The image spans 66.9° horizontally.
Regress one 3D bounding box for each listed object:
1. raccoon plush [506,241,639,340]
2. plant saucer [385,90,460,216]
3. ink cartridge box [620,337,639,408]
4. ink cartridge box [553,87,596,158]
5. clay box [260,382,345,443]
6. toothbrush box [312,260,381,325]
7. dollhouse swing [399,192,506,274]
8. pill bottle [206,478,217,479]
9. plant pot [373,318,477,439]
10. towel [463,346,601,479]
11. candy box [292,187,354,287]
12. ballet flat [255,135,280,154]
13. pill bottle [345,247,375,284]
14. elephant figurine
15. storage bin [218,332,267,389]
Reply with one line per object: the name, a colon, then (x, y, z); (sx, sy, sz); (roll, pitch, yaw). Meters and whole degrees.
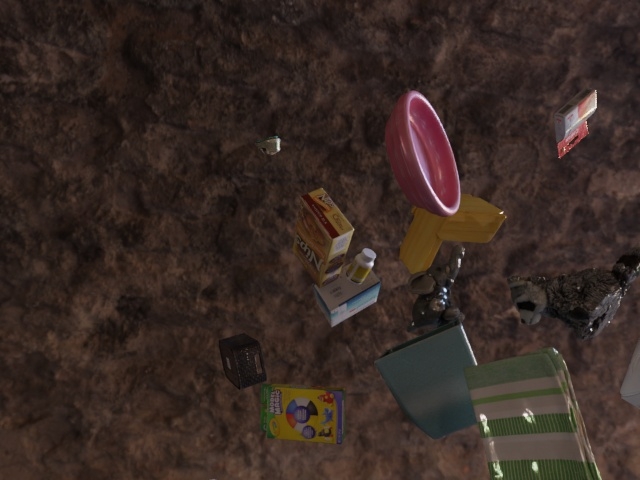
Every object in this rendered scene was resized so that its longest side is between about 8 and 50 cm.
raccoon plush: (0.865, 0.137, 1.654); (0.447, 0.299, 0.216); (-38, -46, -13)
plant saucer: (0.261, -0.215, 1.248); (0.084, 0.331, 0.332); (-16, -38, 31)
ink cartridge box: (0.961, 0.384, 1.237); (0.283, 0.207, 0.117); (30, -22, 13)
ink cartridge box: (0.799, -0.359, 1.511); (0.145, 0.045, 0.179); (-40, -52, -9)
clay box: (-0.050, 0.428, 1.205); (0.222, 0.127, 0.053); (-1, -6, 12)
toothbrush box: (0.099, 0.201, 1.839); (0.217, 0.126, 0.295); (-29, -18, -9)
dollhouse swing: (0.530, -0.018, 2.008); (0.316, 0.347, 0.304); (4, -72, -9)
pill bottle: (-0.320, 0.732, 1.296); (0.108, 0.180, 0.107); (2, -80, 10)
plant pot: (0.325, 0.383, 1.324); (0.247, 0.252, 0.248); (-27, -12, 11)
towel: (0.418, 0.398, 0.971); (0.038, 0.324, 0.248); (6, -26, -33)
candy box: (0.000, 0.000, 1.581); (0.088, 0.182, 0.316); (-25, -26, -23)
ballet flat: (-0.164, -0.289, 1.493); (0.057, 0.168, 0.052); (-14, -78, -16)
pill bottle: (0.135, 0.084, 1.592); (0.065, 0.065, 0.116); (12, -53, -24)
elephant figurine: (0.367, 0.154, 1.545); (0.186, 0.239, 0.169); (-1, -30, -2)
storage bin: (-0.232, 0.352, 1.428); (0.085, 0.121, 0.180); (-12, 4, -25)
